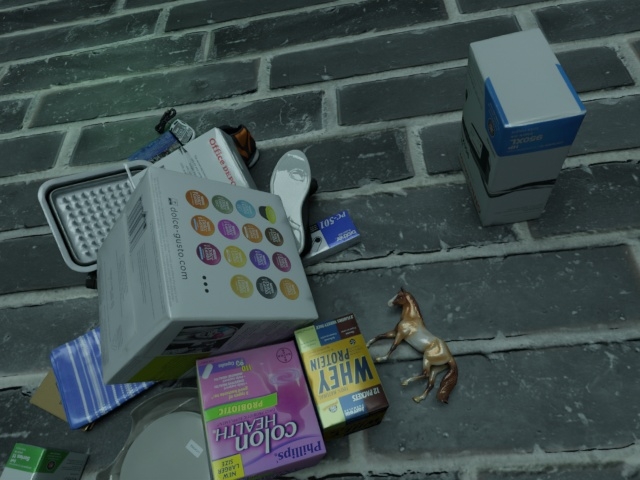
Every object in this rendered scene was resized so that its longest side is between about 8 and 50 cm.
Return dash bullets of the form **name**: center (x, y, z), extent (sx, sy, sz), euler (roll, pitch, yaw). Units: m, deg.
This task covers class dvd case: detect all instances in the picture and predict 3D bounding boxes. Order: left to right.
- **dvd case**: center (-0.519, -0.250, 1.459), extent (0.180, 0.022, 0.253), euler (-38, 68, -12)

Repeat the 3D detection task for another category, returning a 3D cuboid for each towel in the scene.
- **towel**: center (-0.523, 0.300, 1.128), extent (0.336, 0.040, 0.243), euler (-30, 58, -13)

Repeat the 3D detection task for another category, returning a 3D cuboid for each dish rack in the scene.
- **dish rack**: center (-0.604, -0.072, 1.260), extent (0.333, 0.072, 0.285), euler (-22, 85, -34)

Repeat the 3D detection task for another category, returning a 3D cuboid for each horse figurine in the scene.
- **horse figurine**: center (0.227, 0.257, 1.013), extent (0.174, 0.066, 0.263), euler (-42, 59, -7)

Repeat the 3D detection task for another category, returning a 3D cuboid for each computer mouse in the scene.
- **computer mouse**: center (-0.511, -0.397, 1.549), extent (0.193, 0.042, 0.106), euler (38, 96, 23)

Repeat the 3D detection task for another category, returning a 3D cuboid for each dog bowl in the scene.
- **dog bowl**: center (-0.306, 0.512, 0.942), extent (0.349, 0.102, 0.348), euler (-4, 59, 7)

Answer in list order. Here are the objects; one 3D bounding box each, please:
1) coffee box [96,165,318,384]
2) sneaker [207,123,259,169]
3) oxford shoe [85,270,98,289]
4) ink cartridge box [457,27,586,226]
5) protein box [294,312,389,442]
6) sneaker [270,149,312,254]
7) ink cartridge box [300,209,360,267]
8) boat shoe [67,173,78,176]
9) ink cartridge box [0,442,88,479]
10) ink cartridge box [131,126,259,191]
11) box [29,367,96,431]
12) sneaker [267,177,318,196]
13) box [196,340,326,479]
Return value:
- **coffee box**: center (-0.268, 0.095, 0.965), extent (0.338, 0.335, 0.337), euler (-41, 55, 35)
- **sneaker**: center (-0.324, -0.240, 1.343), extent (0.125, 0.180, 0.321), euler (18, 65, 20)
- **oxford shoe**: center (-0.614, 0.053, 1.298), extent (0.096, 0.082, 0.227), euler (13, 58, -8)
- **ink cartridge box**: center (0.471, -0.259, 1.079), extent (0.167, 0.394, 0.285), euler (-10, 58, 8)
- **protein box**: center (0.039, 0.302, 0.933), extent (0.136, 0.199, 0.201), euler (-16, 58, -9)
- **sneaker**: center (-0.074, -0.086, 1.154), extent (0.105, 0.147, 0.295), euler (0, 77, 3)
- **ink cartridge box**: center (0.000, 0.000, 1.218), extent (0.207, 0.046, 0.097), euler (-24, 59, -3)
- **boat shoe**: center (-0.722, -0.137, 1.411), extent (0.303, 0.098, 0.109), euler (14, 77, 16)
- **ink cartridge box**: center (-0.631, 0.569, 0.941), extent (0.087, 0.153, 0.208), euler (3, 60, 13)
- **ink cartridge box**: center (-0.348, -0.153, 1.226), extent (0.289, 0.121, 0.211), euler (-27, 88, 8)
- **box**: center (-0.638, 0.382, 1.129), extent (0.201, 0.021, 0.164), euler (15, 63, 19)
- **sneaker**: center (-0.134, -0.060, 1.252), extent (0.331, 0.122, 0.146), euler (-30, 73, -5)
- **box**: center (-0.133, 0.358, 0.889), extent (0.214, 0.117, 0.242), euler (-6, 54, -20)
